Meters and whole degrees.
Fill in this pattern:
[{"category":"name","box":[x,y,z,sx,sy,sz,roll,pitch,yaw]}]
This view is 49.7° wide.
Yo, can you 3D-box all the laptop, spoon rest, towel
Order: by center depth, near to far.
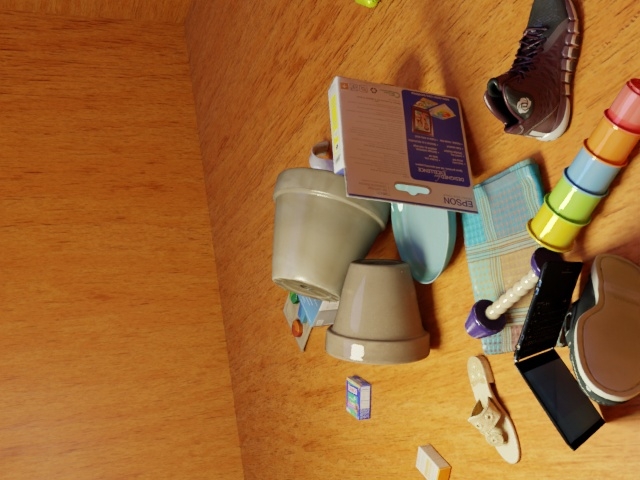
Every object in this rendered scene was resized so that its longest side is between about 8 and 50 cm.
[{"category":"laptop","box":[0.427,0.179,1.154,0.136,0.234,0.265,21,99,32]},{"category":"towel","box":[0.388,0.043,1.423,0.271,0.040,0.370,150,114,-64]},{"category":"spoon rest","box":[0.031,-0.212,2.131,0.276,0.084,0.137,-119,35,-45]}]

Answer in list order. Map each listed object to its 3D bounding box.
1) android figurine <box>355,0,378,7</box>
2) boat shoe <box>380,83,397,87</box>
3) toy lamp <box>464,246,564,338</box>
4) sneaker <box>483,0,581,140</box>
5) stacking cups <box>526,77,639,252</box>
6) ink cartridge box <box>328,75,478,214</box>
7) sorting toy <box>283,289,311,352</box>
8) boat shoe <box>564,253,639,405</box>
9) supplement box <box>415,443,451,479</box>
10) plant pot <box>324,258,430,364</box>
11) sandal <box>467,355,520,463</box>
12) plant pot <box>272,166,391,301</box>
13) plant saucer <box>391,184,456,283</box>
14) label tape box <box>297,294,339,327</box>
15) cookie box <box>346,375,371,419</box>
[{"category":"android figurine","box":[0.148,-0.752,1.842,0.273,0.056,0.248,-128,42,-55]},{"category":"boat shoe","box":[0.163,-0.261,1.782,0.123,0.123,0.342,36,140,29]},{"category":"toy lamp","box":[0.370,0.114,1.347,0.275,0.080,0.080,125,136,-51]},{"category":"sneaker","box":[0.375,-0.323,1.253,0.106,0.162,0.282,-171,78,-65]},{"category":"stacking cups","box":[0.461,-0.128,1.177,0.096,0.096,0.316,-118,36,-43]},{"category":"ink cartridge box","box":[0.174,-0.195,1.489,0.072,0.303,0.307,129,143,-59]},{"category":"sorting toy","box":[-0.100,0.226,2.523,0.307,0.041,0.229,-120,36,-45]},{"category":"boat shoe","box":[0.434,0.151,1.060,0.340,0.127,0.113,-61,-12,-53]},{"category":"supplement box","box":[0.281,0.564,1.724,0.098,0.036,0.062,-140,51,-58]},{"category":"plant pot","box":[0.141,0.166,1.716,0.263,0.263,0.229,-170,79,-65]},{"category":"sandal","box":[0.349,0.371,1.499,0.088,0.079,0.240,127,134,-55]},{"category":"plant pot","box":[0.000,0.000,1.829,0.323,0.323,0.281,-22,48,65]},{"category":"plant saucer","box":[0.251,-0.056,1.668,0.317,0.043,0.318,173,90,-73]},{"category":"label tape box","box":[0.022,0.073,2.157,0.334,0.105,0.241,112,145,-40]},{"category":"cookie box","box":[0.114,0.473,2.080,0.092,0.040,0.107,-164,73,-65]}]
